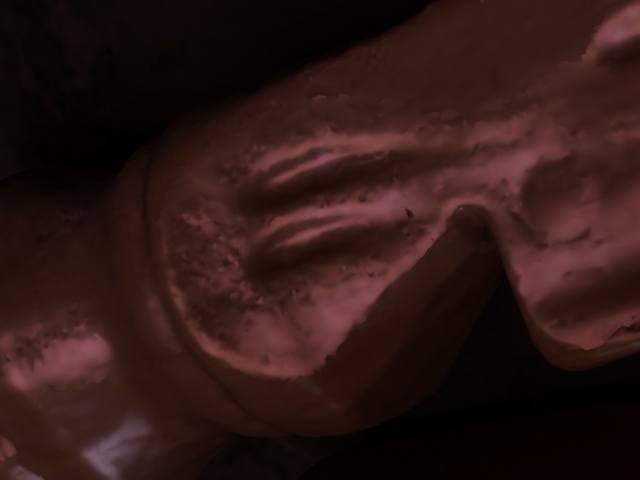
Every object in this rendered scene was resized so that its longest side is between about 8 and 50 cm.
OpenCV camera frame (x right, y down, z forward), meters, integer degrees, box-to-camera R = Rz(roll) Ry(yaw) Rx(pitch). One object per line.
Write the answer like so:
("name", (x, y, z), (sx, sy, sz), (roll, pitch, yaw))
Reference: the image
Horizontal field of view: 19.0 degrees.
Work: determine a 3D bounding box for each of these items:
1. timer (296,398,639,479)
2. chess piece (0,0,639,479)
("timer", (0.112, 0.182, 0.642), (0.250, 0.161, 0.257), (-13, 110, 26))
("chess piece", (0.000, 0.000, 0.625), (0.301, 0.137, 0.137), (-22, 105, 31))
